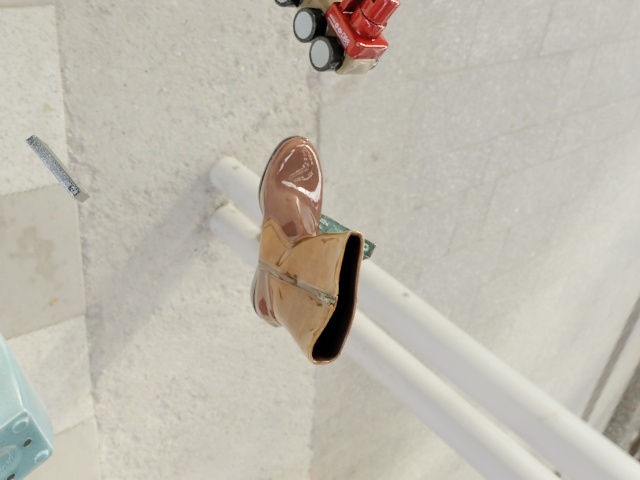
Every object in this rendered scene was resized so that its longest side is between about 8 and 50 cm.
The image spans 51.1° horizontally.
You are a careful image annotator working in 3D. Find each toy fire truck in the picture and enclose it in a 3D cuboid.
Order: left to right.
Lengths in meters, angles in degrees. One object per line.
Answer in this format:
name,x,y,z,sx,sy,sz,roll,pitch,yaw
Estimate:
toy fire truck,0.043,-0.413,1.056,0.158,0.217,0.246,-13,158,-41

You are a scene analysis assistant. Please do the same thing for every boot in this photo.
boot,-0.020,-0.009,0.816,0.096,0.280,0.264,18,88,-16

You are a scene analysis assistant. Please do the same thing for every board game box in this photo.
board game box,0.000,0.000,1.067,0.026,0.126,0.186,-63,-170,-16

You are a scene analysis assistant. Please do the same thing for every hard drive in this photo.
hard drive,-0.495,-0.134,1.269,0.022,0.135,0.094,-39,-177,-8

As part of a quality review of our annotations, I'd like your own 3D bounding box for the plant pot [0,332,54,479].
plant pot,-0.567,0.278,1.061,0.247,0.252,0.247,-40,148,-31
